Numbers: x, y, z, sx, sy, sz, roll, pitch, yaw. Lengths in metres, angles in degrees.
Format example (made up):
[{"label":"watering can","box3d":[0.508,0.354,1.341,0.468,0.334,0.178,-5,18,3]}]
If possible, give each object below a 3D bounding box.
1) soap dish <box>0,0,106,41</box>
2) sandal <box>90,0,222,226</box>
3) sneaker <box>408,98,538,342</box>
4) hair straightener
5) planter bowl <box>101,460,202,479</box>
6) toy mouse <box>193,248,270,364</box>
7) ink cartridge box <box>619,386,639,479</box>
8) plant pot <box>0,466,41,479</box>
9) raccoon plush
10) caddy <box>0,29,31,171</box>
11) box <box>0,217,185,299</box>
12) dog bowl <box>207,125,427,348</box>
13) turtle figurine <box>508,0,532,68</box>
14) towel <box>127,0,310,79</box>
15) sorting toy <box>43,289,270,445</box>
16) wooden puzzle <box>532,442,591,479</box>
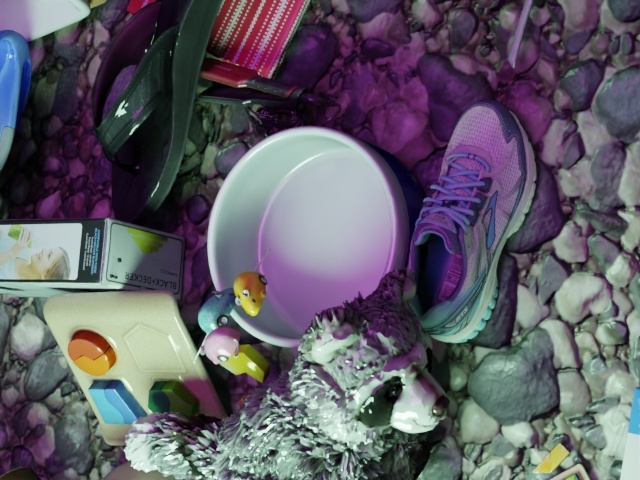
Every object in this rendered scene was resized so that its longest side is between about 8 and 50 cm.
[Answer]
[{"label":"soap dish","box3d":[-0.483,-0.375,1.875,0.291,0.229,0.118,-15,59,29]},{"label":"sandal","box3d":[-0.226,-0.231,1.712,0.167,0.107,0.445,42,120,53]},{"label":"sneaker","box3d":[0.163,-0.024,1.492,0.110,0.122,0.283,11,89,31]},{"label":"hair straightener","box3d":[-0.067,-0.174,1.693,0.230,0.047,0.089,14,132,34]},{"label":"planter bowl","box3d":[-0.235,0.354,1.687,0.162,0.109,0.162,-4,82,31]},{"label":"toy mouse","box3d":[-0.117,0.095,1.537,0.143,0.031,0.161,-43,26,31]},{"label":"ink cartridge box","box3d":[0.351,0.268,1.334,0.078,0.134,0.231,9,88,31]},{"label":"plant pot","box3d":[-0.371,0.451,1.715,0.230,0.215,0.215,39,104,15]},{"label":"raccoon plush","box3d":[-0.063,0.172,1.465,0.446,0.216,0.299,2,116,20]},{"label":"caddy","box3d":[-0.513,-0.142,1.826,0.179,0.241,0.341,23,86,8]},{"label":"box","box3d":[-0.343,0.026,1.763,0.290,0.169,0.087,0,81,32]},{"label":"dog bowl","box3d":[0.000,0.000,1.597,0.265,0.104,0.264,-4,82,31]},{"label":"turtle figurine","box3d":[0.261,-0.381,1.441,0.275,0.198,0.266,-25,68,22]},{"label":"towel","box3d":[-0.124,-0.347,1.761,0.275,0.031,0.198,30,99,30]},{"label":"sorting toy","box3d":[-0.196,0.169,1.664,0.307,0.041,0.229,-3,118,30]},{"label":"wooden puzzle","box3d":[0.270,0.288,1.450,0.078,0.014,0.116,-42,65,20]}]
